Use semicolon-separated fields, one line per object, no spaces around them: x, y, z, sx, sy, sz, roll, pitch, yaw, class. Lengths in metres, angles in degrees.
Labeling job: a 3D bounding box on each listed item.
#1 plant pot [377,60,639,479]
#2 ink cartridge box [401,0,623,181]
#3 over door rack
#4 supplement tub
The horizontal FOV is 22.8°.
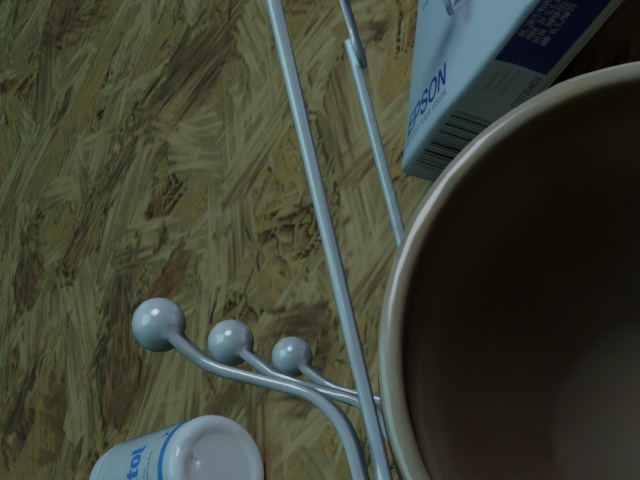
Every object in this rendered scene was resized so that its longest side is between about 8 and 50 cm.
0.140;0.059;0.595;0.110;0.237;0.237;84;-166;-65;plant pot
0.108;-0.176;0.868;0.223;0.045;0.224;126;156;-58;ink cartridge box
0.000;0.000;0.718;0.108;0.239;0.324;-4;82;12;over door rack
-0.091;0.151;0.990;0.107;0.071;0.071;-25;49;49;supplement tub
